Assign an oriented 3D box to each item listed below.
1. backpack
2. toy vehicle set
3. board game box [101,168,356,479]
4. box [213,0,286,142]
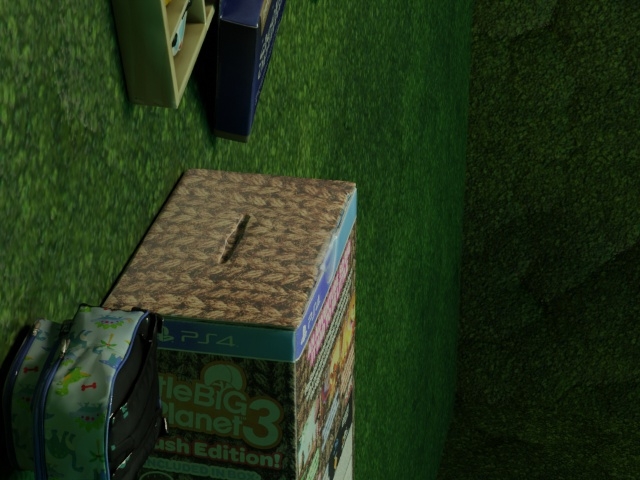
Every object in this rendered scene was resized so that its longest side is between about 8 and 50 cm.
[{"bbox_3d":[-0.141,0.103,1.008,0.114,0.084,0.105,-77,168,-61],"label":"backpack"},{"bbox_3d":[-0.097,-0.244,1.224,0.166,0.035,0.267,85,14,-45],"label":"toy vehicle set"},{"bbox_3d":[-0.060,0.127,1.313,0.232,0.141,0.291,-67,159,-61],"label":"board game box"},{"bbox_3d":[-0.053,-0.190,1.367,0.225,0.036,0.136,98,6,-65],"label":"box"}]
